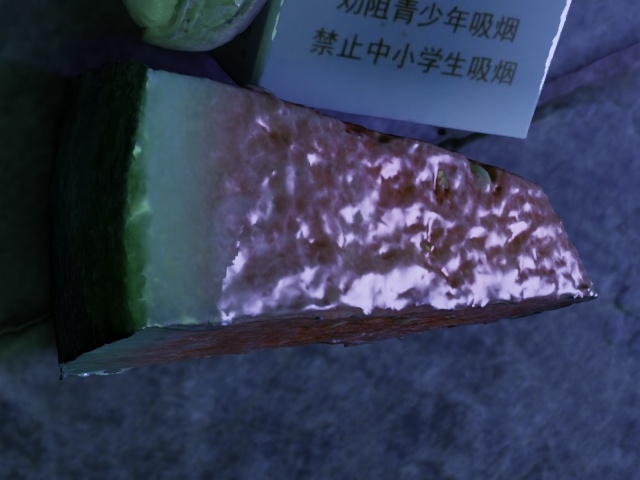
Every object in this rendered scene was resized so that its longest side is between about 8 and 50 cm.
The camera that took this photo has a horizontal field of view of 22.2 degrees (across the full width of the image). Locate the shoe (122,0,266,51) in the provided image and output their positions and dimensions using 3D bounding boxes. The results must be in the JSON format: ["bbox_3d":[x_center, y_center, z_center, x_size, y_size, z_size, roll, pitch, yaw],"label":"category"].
[{"bbox_3d":[-0.092,-0.243,0.599,0.210,0.132,0.342,4,110,0],"label":"shoe"}]

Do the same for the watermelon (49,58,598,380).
[{"bbox_3d":[0.000,0.000,0.763,0.257,0.193,0.139,3,86,-23],"label":"watermelon"}]

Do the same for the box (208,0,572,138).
[{"bbox_3d":[0.056,-0.176,0.743,0.155,0.067,0.243,7,112,-29],"label":"box"}]
